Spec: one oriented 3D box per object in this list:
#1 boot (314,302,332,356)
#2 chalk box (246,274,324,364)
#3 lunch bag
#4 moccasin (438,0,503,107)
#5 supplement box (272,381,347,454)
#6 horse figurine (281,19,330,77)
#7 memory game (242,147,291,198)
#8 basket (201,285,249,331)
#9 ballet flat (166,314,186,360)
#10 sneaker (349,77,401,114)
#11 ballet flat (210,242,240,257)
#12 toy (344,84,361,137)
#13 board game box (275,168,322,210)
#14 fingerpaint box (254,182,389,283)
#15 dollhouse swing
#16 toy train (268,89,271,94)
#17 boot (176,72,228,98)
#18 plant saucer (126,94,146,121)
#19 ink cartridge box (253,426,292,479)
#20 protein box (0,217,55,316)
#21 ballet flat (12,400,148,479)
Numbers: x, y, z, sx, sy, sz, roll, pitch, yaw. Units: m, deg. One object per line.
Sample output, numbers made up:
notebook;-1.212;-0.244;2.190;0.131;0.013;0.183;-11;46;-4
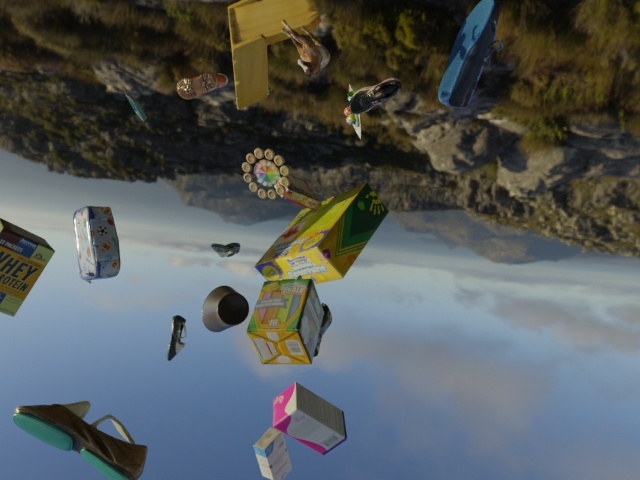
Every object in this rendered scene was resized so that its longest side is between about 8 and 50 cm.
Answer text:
boot;-0.040;0.261;1.691;0.085;0.236;0.178;-9;-155;27
chalk box;-0.077;0.180;1.197;0.132;0.132;0.213;-5;-142;16
lunch bag;-0.898;0.018;1.932;0.115;0.303;0.243;-4;179;-45
moccasin;0.503;-0.609;1.607;0.117;0.342;0.137;11;-151;-22
supplement box;-0.034;0.566;1.544;0.220;0.111;0.114;39;-158;-25
horse figurine;-0.032;-0.568;1.456;0.174;0.066;0.263;48;-158;-2
memory game;-0.186;-0.228;1.667;0.186;0.186;0.012;6;-152;21
basket;-0.382;0.280;1.984;0.154;0.204;0.227;25;165;-19
ballet flat;-0.615;0.425;2.097;0.074;0.203;0.074;9;-178;0
sneaker;0.169;-0.452;1.506;0.178;0.072;0.077;-31;-164;9
ballet flat;-0.257;0.027;1.324;0.041;0.041;0.114;5;-176;26
toy;0.149;-0.619;2.366;0.056;0.136;0.237;-15;145;-7
board game box;-0.099;-0.199;1.883;0.194;0.045;0.146;18;-150;-47
fingerpaint box;0.000;0.000;1.912;0.163;0.371;0.445;49;145;-17
dollhouse swing;-0.169;-0.693;1.753;0.305;0.346;0.315;-6;137;-9
toy train;-0.247;-0.643;2.113;0.083;0.023;0.017;3;143;30
boot;-0.346;-0.454;1.425;0.158;0.059;0.085;-2;-158;30
plant saucer;-0.583;-0.424;1.542;0.018;0.067;0.192;-30;-148;-12
ink cartridge box;-0.174;0.797;1.788;0.060;0.180;0.104;2;-157;35
protein box;-0.847;0.066;1.311;0.136;0.199;0.201;35;168;-36
ballet flat;-0.586;0.482;1.226;0.342;0.116;0.124;30;-142;-2
